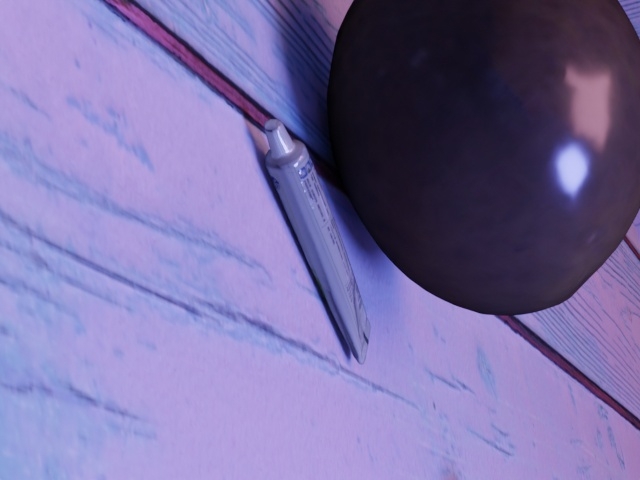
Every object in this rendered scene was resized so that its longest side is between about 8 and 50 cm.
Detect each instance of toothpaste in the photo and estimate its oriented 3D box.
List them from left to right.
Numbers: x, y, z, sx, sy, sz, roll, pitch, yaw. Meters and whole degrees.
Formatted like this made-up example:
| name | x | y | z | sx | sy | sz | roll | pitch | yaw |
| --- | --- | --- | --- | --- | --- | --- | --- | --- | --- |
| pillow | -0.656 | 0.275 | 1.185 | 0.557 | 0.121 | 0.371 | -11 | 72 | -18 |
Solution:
| name | x | y | z | sx | sy | sz | roll | pitch | yaw |
| --- | --- | --- | --- | --- | --- | --- | --- | --- | --- |
| toothpaste | 0.000 | 0.000 | 1.178 | 0.048 | 0.029 | 0.197 | -80 | 154 | -51 |

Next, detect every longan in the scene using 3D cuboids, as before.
| name | x | y | z | sx | sy | sz | roll | pitch | yaw |
| --- | --- | --- | --- | --- | --- | --- | --- | --- | --- |
| longan | 0.126 | -0.091 | 1.313 | 0.300 | 0.243 | 0.300 | 5 | 90 | -88 |
